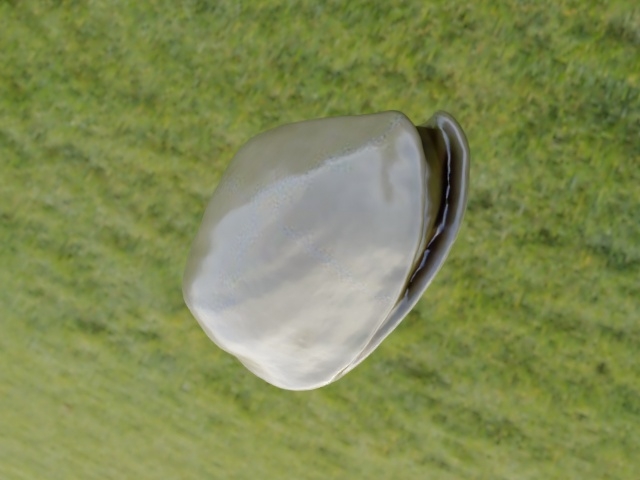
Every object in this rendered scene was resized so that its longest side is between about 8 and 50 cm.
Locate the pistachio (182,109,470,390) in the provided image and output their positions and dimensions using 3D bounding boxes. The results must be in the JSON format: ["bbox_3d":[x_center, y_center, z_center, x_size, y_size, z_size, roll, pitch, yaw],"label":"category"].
[{"bbox_3d":[0.000,0.000,0.787,0.153,0.137,0.238,54,130,20],"label":"pistachio"}]
